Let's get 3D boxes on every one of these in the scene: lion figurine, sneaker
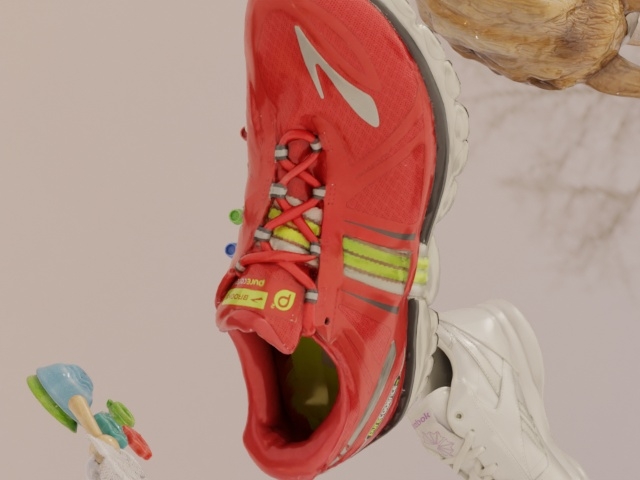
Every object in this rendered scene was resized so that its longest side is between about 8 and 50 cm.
[{"bbox_3d":[0.217,-0.198,1.626,0.392,0.240,0.142,-28,-47,-74],"label":"lion figurine"},{"bbox_3d":[0.158,0.204,1.847,0.152,0.305,0.114,-6,-27,-30],"label":"sneaker"},{"bbox_3d":[0.000,0.000,0.940,0.118,0.107,0.279,-40,-44,-44],"label":"sneaker"}]

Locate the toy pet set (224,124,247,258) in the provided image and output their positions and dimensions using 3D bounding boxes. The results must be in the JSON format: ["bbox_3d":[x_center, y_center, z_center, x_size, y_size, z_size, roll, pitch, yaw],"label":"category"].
[{"bbox_3d":[-0.041,-0.047,1.723,0.065,0.114,0.122,20,-106,-62],"label":"toy pet set"}]

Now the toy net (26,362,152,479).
[{"bbox_3d":[-0.199,0.190,1.813,0.045,0.232,0.122,-41,-61,2],"label":"toy net"}]
